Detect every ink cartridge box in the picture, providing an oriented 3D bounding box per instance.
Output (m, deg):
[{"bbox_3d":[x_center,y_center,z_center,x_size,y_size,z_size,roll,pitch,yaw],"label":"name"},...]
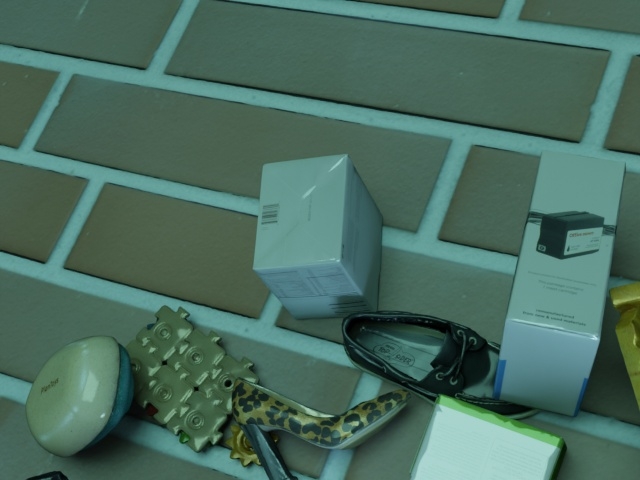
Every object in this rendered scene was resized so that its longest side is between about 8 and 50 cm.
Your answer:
[{"bbox_3d":[0.343,0.059,1.636,0.129,0.223,0.307,11,55,12],"label":"ink cartridge box"},{"bbox_3d":[0.217,0.372,1.615,0.189,0.097,0.255,18,78,20],"label":"ink cartridge box"}]

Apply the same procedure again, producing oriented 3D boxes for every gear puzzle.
[{"bbox_3d":[-0.190,0.252,1.885,0.339,0.044,0.175,34,77,29],"label":"gear puzzle"}]

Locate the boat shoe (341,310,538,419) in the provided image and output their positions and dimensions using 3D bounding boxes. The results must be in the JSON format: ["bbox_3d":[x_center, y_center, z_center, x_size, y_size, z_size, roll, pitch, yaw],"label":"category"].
[{"bbox_3d":[0.180,0.177,1.740,0.340,0.113,0.127,21,71,28],"label":"boat shoe"}]

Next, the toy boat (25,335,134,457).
[{"bbox_3d":[-0.387,0.320,1.850,0.267,0.148,0.318,-25,53,50],"label":"toy boat"}]

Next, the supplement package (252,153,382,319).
[{"bbox_3d":[0.000,0.000,1.850,0.149,0.203,0.194,-5,61,18],"label":"supplement package"}]

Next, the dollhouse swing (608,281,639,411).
[{"bbox_3d":[0.609,0.201,1.479,0.305,0.315,0.346,-26,55,27],"label":"dollhouse swing"}]

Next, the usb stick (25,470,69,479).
[{"bbox_3d":[-0.386,0.488,1.733,0.077,0.045,0.278,-14,96,3],"label":"usb stick"}]

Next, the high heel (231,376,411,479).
[{"bbox_3d":[-0.007,0.244,1.764,0.261,0.093,0.186,-31,72,4],"label":"high heel"}]
